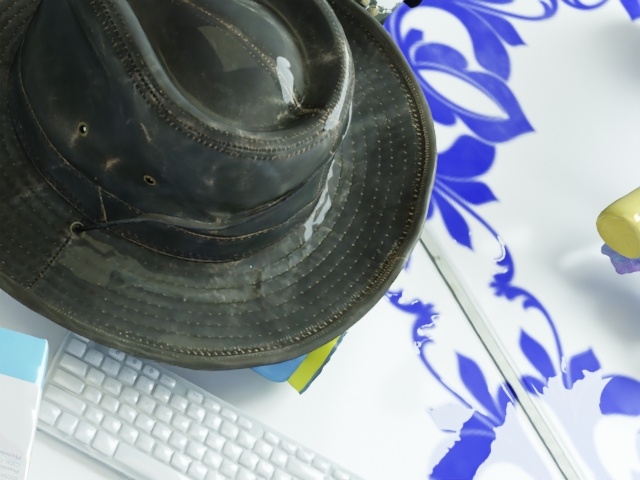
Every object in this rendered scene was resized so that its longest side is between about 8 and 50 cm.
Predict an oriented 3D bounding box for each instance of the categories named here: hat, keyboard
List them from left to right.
[{"bbox_3d":[-0.082,-0.094,1.074,0.331,0.134,0.331,5,61,-8],"label":"hat"},{"bbox_3d":[-0.042,0.134,1.074,0.256,0.014,0.072,30,47,-9],"label":"keyboard"}]

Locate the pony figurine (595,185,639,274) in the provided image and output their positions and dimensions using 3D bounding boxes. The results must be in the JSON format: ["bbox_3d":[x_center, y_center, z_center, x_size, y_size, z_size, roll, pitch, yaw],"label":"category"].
[{"bbox_3d":[0.337,-0.096,1.284,0.303,0.351,0.363,35,67,16],"label":"pony figurine"}]

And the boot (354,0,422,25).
[{"bbox_3d":[-0.015,-0.177,1.280,0.137,0.077,0.198,46,48,-2],"label":"boot"}]

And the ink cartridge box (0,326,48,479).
[{"bbox_3d":[-0.199,0.118,0.935,0.090,0.092,0.143,19,49,-19],"label":"ink cartridge box"}]

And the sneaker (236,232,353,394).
[{"bbox_3d":[0.000,0.000,1.160,0.082,0.069,0.209,33,47,-1],"label":"sneaker"}]
